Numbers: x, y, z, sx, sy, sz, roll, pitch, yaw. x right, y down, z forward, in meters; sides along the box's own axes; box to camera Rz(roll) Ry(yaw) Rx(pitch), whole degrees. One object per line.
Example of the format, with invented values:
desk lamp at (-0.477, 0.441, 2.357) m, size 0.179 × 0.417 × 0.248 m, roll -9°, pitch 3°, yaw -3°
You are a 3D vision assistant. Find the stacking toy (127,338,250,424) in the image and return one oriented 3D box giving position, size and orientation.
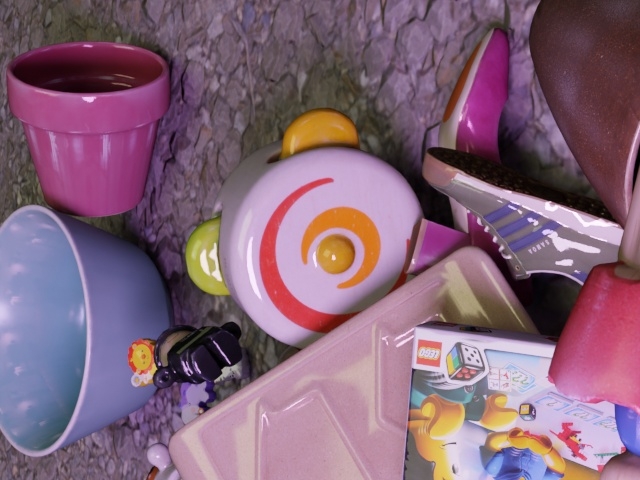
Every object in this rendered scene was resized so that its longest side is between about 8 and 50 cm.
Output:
stacking toy at (-0.132, 0.218, 1.341) m, size 0.052 × 0.167 × 0.221 m, roll -16°, pitch 77°, yaw 28°

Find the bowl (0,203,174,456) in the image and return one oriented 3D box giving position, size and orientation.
bowl at (-0.299, 0.111, 1.557) m, size 0.311 × 0.163 × 0.312 m, roll 0°, pitch 89°, yaw 52°

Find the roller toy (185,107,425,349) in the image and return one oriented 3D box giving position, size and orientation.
roller toy at (0.000, 0.000, 1.146) m, size 0.209 × 0.191 × 0.146 m, roll -53°, pitch 18°, yaw -2°

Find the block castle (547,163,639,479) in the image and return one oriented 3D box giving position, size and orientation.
block castle at (0.341, 0.068, 0.540) m, size 0.303 × 0.453 × 0.213 m, roll 17°, pitch 94°, yaw 49°

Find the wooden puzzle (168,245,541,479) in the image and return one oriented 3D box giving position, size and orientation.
wooden puzzle at (0.080, 0.225, 1.044) m, size 0.348 × 0.080 × 0.322 m, roll -34°, pitch 76°, yaw 14°

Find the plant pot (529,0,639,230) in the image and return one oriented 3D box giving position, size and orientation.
plant pot at (0.250, -0.117, 0.871) m, size 0.230 × 0.215 × 0.215 m, roll 55°, pitch 131°, yaw 54°

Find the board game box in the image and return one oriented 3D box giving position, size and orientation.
board game box at (0.211, 0.175, 0.911) m, size 0.305 × 0.053 × 0.193 m, roll 6°, pitch 95°, yaw 24°

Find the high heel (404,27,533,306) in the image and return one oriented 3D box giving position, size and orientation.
high heel at (0.161, -0.065, 1.090) m, size 0.082 × 0.117 × 0.244 m, roll 127°, pitch 159°, yaw -76°

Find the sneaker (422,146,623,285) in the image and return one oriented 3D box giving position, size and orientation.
sneaker at (0.165, -0.007, 1.016) m, size 0.192 × 0.064 × 0.086 m, roll 22°, pitch 113°, yaw 16°

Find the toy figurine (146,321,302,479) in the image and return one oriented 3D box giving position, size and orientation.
toy figurine at (-0.071, 0.188, 1.218) m, size 0.148 × 0.213 × 0.210 m, roll 170°, pitch 107°, yaw -66°

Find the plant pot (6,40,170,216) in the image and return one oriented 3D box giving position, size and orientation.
plant pot at (-0.290, -0.136, 1.543) m, size 0.201 × 0.201 × 0.180 m, roll 35°, pitch 131°, yaw 46°
